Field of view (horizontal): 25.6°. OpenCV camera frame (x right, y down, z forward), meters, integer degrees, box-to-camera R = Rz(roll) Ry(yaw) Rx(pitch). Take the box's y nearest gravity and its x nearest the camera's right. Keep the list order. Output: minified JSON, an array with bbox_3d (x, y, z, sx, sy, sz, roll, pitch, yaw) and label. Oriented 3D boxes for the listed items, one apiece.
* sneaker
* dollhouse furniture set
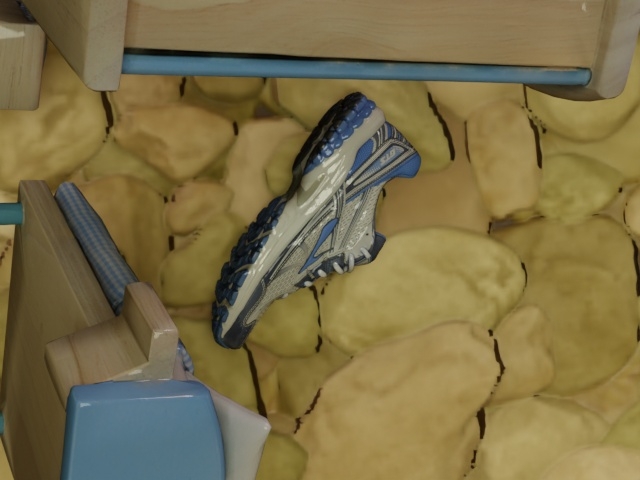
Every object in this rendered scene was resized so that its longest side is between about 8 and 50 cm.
[{"bbox_3d":[0.000,0.000,0.660,0.058,0.052,0.135,35,92,-13],"label":"sneaker"},{"bbox_3d":[-0.041,0.002,0.600,0.198,0.286,0.303,0,114,-24],"label":"dollhouse furniture set"}]
